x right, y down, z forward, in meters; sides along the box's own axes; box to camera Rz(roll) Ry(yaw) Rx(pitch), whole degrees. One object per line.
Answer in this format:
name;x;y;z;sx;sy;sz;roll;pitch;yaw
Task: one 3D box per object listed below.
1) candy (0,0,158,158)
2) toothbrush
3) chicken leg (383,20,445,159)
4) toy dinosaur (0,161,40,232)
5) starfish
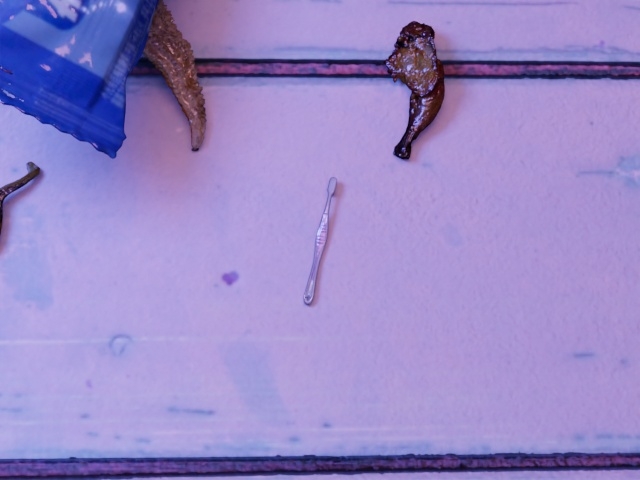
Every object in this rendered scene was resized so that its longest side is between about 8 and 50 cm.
candy;-0.211;-0.242;1.615;0.187;0.077;0.331;28;57;-19
toothbrush;0.000;0.000;1.682;0.011;0.013;0.131;9;70;10
chicken leg;0.095;-0.151;1.733;0.062;0.037;0.145;-10;69;15
toy dinosaur;-0.329;-0.012;1.649;0.058;0.037;0.180;24;69;9
starfish;-0.249;-0.245;1.685;0.293;0.084;0.301;8;74;-33
